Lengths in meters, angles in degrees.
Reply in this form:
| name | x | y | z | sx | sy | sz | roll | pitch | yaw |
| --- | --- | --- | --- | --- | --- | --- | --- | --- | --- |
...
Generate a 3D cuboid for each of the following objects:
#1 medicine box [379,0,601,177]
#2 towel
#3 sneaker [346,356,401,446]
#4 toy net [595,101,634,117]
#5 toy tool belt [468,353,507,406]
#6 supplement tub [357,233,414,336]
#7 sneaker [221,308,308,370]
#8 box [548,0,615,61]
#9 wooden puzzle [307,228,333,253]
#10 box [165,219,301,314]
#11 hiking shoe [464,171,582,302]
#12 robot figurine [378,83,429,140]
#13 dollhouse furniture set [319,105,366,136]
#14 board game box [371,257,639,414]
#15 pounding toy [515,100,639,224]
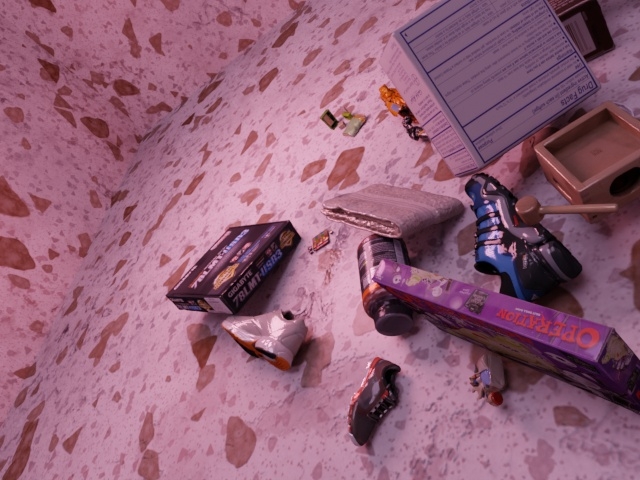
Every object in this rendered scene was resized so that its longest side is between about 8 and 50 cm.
| name | x | y | z | sx | sy | sz | roll | pitch | yaw |
| --- | --- | --- | --- | --- | --- | --- | --- | --- | --- |
| medicine box | 0.302 | -0.309 | 0.915 | 0.264 | 0.289 | 0.149 | -34 | 3 | -2 |
| towel | 0.141 | -0.073 | 1.058 | 0.187 | 0.049 | 0.282 | -21 | 23 | -30 |
| sneaker | 0.096 | 0.275 | 0.847 | 0.065 | 0.061 | 0.157 | -1 | 56 | 40 |
| toy net | 0.508 | -0.174 | 0.819 | 0.122 | 0.045 | 0.232 | -36 | 36 | 36 |
| toy tool belt | 0.252 | 0.216 | 0.747 | 0.051 | 0.052 | 0.083 | 121 | 166 | -48 |
| supplement tub | 0.129 | 0.085 | 0.952 | 0.106 | 0.106 | 0.197 | -30 | 39 | 25 |
| sneaker | -0.123 | 0.207 | 1.140 | 0.263 | 0.099 | 0.121 | 11 | 53 | 48 |
| box | 0.495 | -0.529 | 1.115 | 0.191 | 0.143 | 0.381 | -23 | 43 | 33 |
| wooden puzzle | 0.000 | 0.000 | 1.264 | 0.083 | 0.006 | 0.049 | -34 | 37 | 21 |
| box | -0.241 | 0.070 | 1.348 | 0.293 | 0.073 | 0.295 | -2 | 39 | 46 |
| hiking shoe | 0.301 | -0.012 | 0.849 | 0.132 | 0.113 | 0.304 | -45 | 28 | 20 |
| robot figurine | 0.268 | -0.365 | 1.252 | 0.211 | 0.085 | 0.291 | -45 | 34 | 8 |
| dollhouse furniture set | 0.066 | -0.367 | 1.500 | 0.076 | 0.059 | 0.152 | -54 | 34 | -6 |
| board game box | 0.252 | 0.123 | 0.687 | 0.347 | 0.208 | 0.056 | 17 | 70 | 54 |
| pounding toy | 0.396 | -0.077 | 0.734 | 0.206 | 0.094 | 0.181 | -33 | 40 | 14 |
